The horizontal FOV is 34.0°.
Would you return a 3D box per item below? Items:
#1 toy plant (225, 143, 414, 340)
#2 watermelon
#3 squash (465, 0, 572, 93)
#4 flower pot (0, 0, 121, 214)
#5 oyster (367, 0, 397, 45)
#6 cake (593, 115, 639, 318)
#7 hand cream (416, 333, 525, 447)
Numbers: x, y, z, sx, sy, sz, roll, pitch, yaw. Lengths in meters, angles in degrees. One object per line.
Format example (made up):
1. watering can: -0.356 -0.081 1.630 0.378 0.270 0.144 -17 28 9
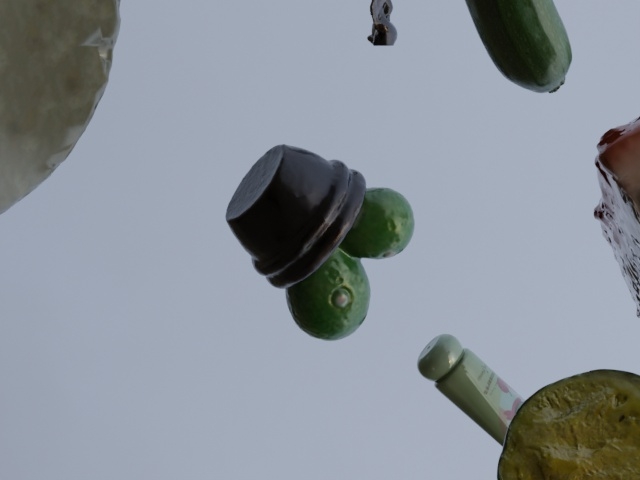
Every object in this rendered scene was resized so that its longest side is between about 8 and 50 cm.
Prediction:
1. toy plant: 0.000 0.000 1.322 0.235 0.218 0.175 37 13 -20
2. watermelon: 0.316 0.251 1.144 0.232 0.127 0.204 -13 -120 19
3. squash: 0.155 -0.213 0.868 0.077 0.068 0.219 15 -36 40
4. flower pot: -0.293 -0.158 0.564 0.330 0.293 0.294 23 -52 32
5. oyster: 0.105 -0.448 1.633 0.096 0.361 0.221 2 -58 10
6. cake: 0.365 0.024 0.694 0.319 0.269 0.270 61 6 18
7. hand cream: 0.305 0.295 1.886 0.306 0.147 0.093 42 -55 -4
